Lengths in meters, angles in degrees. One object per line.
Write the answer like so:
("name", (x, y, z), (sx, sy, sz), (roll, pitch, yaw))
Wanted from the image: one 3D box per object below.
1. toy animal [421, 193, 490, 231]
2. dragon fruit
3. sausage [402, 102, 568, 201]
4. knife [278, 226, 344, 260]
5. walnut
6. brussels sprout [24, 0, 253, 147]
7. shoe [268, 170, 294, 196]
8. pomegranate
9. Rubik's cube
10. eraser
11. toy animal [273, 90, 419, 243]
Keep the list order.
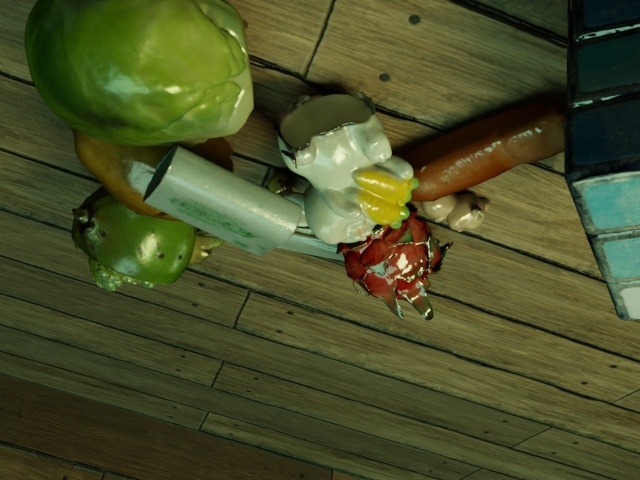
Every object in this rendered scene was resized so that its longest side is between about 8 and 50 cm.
("toy animal", (0.251, -0.064, 1.315), (0.150, 0.083, 0.089), (14, 143, 0))
("dragon fruit", (0.147, 0.036, 1.389), (0.193, 0.192, 0.274), (2, 129, 57))
("sausage", (0.272, -0.152, 1.177), (0.348, 0.094, 0.097), (-21, 144, 38))
("knife", (-0.001, 0.002, 1.532), (0.265, 0.041, 0.073), (9, 134, 7))
("walnut", (-0.320, -0.153, 1.281), (0.336, 0.209, 0.209), (24, 144, -7))
("brussels sprout", (-0.267, -0.278, 1.046), (0.344, 0.268, 0.344), (-1, 173, 0))
("shoe", (-0.093, -0.090, 1.403), (0.072, 0.069, 0.109), (-21, 161, -15))
("pomegranate", (-0.363, -0.012, 1.474), (0.260, 0.261, 0.340), (-22, 163, 40))
("Rubik's cube", (0.521, -0.129, 0.894), (0.362, 0.359, 0.363), (-8, 139, 25))
("eraser", (-0.165, -0.062, 1.144), (0.227, 0.081, 0.174), (27, 158, -20))
("toy animal", (0.026, -0.105, 1.212), (0.247, 0.183, 0.310), (35, 156, 32))
